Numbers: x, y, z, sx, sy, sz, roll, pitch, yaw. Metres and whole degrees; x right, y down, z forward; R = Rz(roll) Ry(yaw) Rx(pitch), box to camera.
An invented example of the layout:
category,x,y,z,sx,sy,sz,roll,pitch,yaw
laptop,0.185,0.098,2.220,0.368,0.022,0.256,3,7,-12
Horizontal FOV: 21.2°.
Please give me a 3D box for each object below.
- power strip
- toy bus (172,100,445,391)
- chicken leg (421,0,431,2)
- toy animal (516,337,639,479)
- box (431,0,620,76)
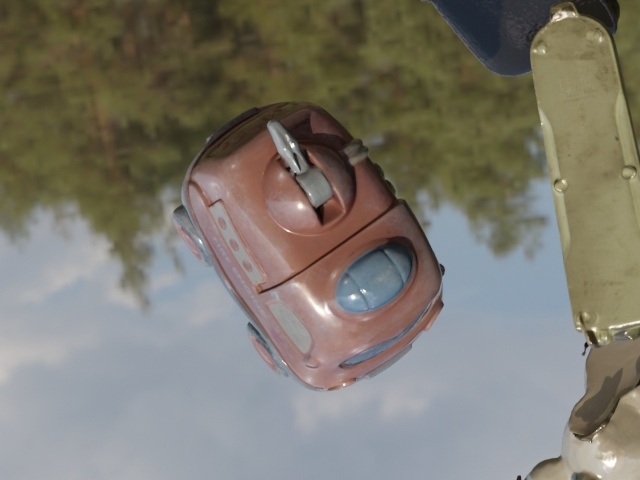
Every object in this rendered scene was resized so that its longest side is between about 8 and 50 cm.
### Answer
category,x,y,z,sx,sy,sz,roll,pitch,yaw
power strip,0.227,-0.056,1.420,0.080,0.286,0.048,-11,180,14
toy bus,0.000,0.000,1.663,0.197,0.294,0.232,-33,-177,-13
chicken leg,0.150,-0.339,2.180,0.207,0.101,0.085,-4,-127,10
toy animal,0.384,0.238,2.231,0.325,0.154,0.208,-47,-150,-6
box,0.249,-0.290,2.095,0.201,0.212,0.042,-19,-132,34
